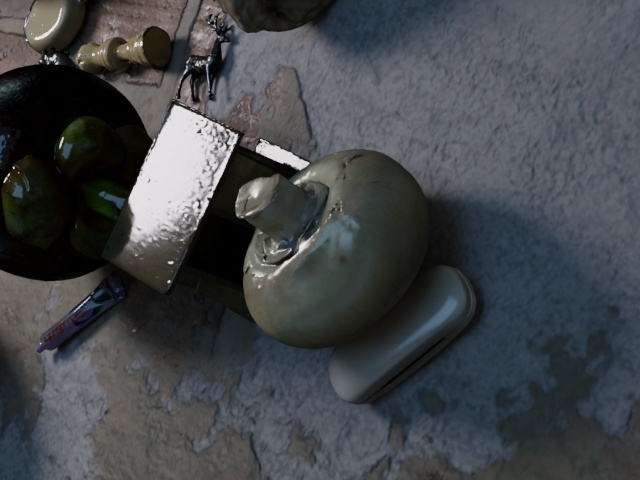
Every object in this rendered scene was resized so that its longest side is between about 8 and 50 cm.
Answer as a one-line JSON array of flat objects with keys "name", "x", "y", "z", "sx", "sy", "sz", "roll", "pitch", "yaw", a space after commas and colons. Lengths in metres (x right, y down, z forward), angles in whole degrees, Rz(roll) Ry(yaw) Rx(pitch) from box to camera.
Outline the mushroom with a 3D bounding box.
[{"name": "mushroom", "x": 0.000, "y": 0.000, "z": 1.573, "sx": 0.246, "sy": 0.202, "sz": 0.246, "roll": -40, "pitch": 32, "yaw": 32}]

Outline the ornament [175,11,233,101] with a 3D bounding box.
[{"name": "ornament", "x": -0.158, "y": -0.253, "z": 1.924, "sx": 0.073, "sy": 0.028, "sz": 0.125, "roll": 4, "pitch": 80, "yaw": 40}]

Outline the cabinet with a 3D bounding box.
[{"name": "cabinet", "x": -0.124, "y": -0.032, "z": 1.725, "sx": 0.148, "sy": 0.175, "sz": 0.215, "roll": 27, "pitch": 93, "yaw": 42}]

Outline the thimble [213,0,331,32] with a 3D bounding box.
[{"name": "thimble", "x": -0.055, "y": -0.391, "z": 1.778, "sx": 0.148, "sy": 0.196, "sz": 0.229, "roll": 52, "pitch": 140, "yaw": 41}]

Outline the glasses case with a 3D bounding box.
[{"name": "glasses case", "x": 0.090, "y": 0.107, "z": 1.581, "sx": 0.204, "sy": 0.051, "sz": 0.081, "roll": -40, "pitch": 51, "yaw": 23}]

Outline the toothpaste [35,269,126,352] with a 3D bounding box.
[{"name": "toothpaste", "x": -0.336, "y": 0.107, "z": 1.957, "sx": 0.170, "sy": 0.028, "sz": 0.045, "roll": -38, "pitch": 62, "yaw": 21}]

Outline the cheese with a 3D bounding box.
[{"name": "cheese", "x": -0.386, "y": -0.358, "z": 2.137, "sx": 0.171, "sy": 0.047, "sz": 0.092, "roll": -53, "pitch": 52, "yaw": 14}]

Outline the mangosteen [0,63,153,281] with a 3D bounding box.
[{"name": "mangosteen", "x": -0.346, "y": -0.077, "z": 1.857, "sx": 0.300, "sy": 0.300, "sz": 0.300, "roll": -14, "pitch": 67, "yaw": 36}]

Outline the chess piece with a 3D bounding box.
[{"name": "chess piece", "x": -0.291, "y": -0.268, "z": 2.025, "sx": 0.172, "sy": 0.060, "sz": 0.060, "roll": -4, "pitch": 73, "yaw": 42}]

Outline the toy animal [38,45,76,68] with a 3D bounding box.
[{"name": "toy animal", "x": -0.384, "y": -0.240, "z": 2.092, "sx": 0.065, "sy": 0.047, "sz": 0.135, "roll": -48, "pitch": 54, "yaw": 26}]
